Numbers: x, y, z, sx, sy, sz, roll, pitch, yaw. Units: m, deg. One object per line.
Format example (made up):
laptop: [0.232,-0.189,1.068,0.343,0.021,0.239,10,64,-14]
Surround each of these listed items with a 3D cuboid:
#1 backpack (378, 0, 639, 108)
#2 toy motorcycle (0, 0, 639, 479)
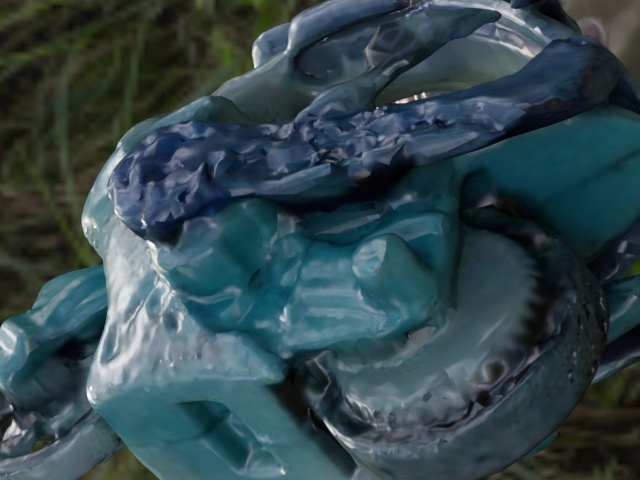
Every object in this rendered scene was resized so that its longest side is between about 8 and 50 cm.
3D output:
backpack: [0.109,-0.126,0.948,0.229,0.139,0.229,8,108,28]
toy motorcycle: [0.000,0.000,0.623,0.260,0.154,0.206,-7,47,40]
